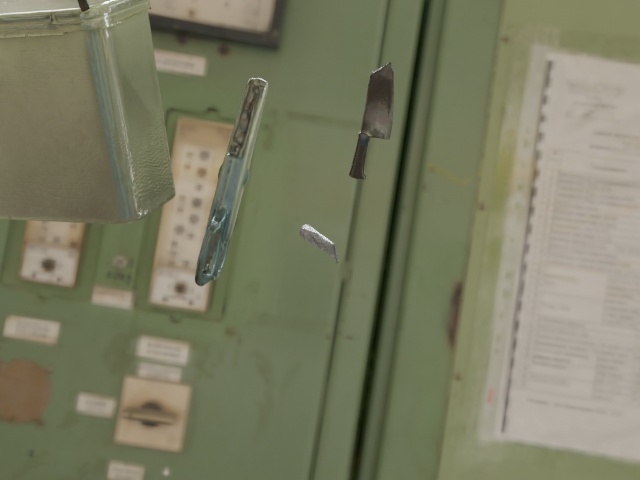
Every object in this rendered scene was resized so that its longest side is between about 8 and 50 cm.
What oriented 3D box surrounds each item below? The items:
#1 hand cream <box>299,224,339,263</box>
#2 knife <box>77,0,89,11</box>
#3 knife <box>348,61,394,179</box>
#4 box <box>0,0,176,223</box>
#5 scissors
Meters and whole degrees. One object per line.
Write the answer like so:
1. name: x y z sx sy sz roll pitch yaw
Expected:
1. hand cream: 0.000 0.000 1.442 0.019 0.030 0.093 -28 34 -21
2. knife: -0.321 -0.380 1.451 0.046 0.021 0.222 28 -27 12
3. knife: 0.097 -0.208 1.905 0.060 0.230 0.028 11 30 1
4. box: -0.429 -0.214 1.743 0.352 0.343 0.177 3 23 24
5. scissors: -0.120 -0.080 1.471 0.041 0.289 0.138 17 5 6
